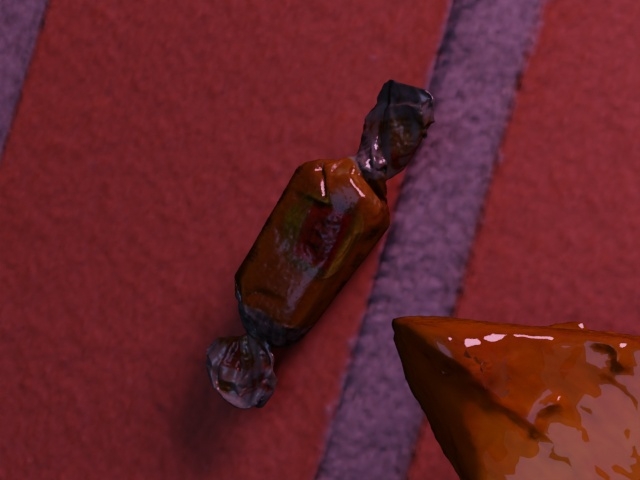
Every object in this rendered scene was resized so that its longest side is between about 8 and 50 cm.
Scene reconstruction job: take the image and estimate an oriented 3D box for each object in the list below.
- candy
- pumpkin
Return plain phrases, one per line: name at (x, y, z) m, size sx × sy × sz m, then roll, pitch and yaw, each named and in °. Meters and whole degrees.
candy at (0.000, 0.000, 0.938) m, size 0.053 × 0.046 × 0.182 m, roll 37°, pitch 100°, yaw 24°
pumpkin at (0.182, 0.140, 0.792) m, size 0.258 × 0.095 × 0.290 m, roll -17°, pitch 75°, yaw 17°
